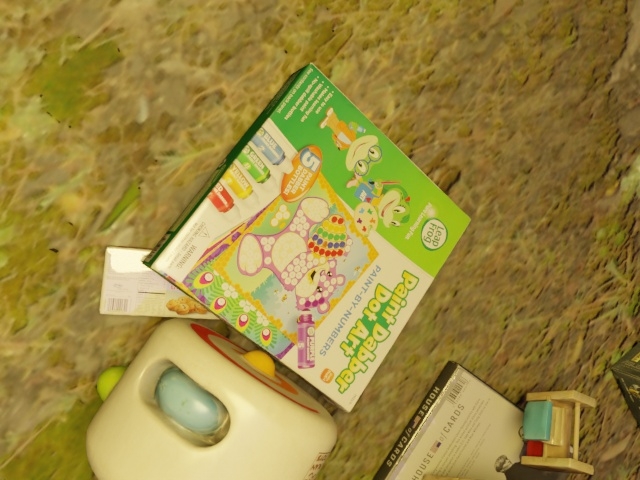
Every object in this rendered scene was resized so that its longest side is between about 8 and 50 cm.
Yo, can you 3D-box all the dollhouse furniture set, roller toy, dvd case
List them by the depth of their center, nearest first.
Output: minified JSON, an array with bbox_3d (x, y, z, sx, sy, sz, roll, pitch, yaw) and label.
[{"bbox_3d":[-0.087,0.164,0.526,0.209,0.191,0.146,36,83,-20],"label":"roller toy"},{"bbox_3d":[0.207,0.253,0.665,0.129,0.129,0.183,24,64,-20],"label":"dollhouse furniture set"},{"bbox_3d":[0.198,0.282,0.730,0.239,0.029,0.179,37,84,-19],"label":"dvd case"}]

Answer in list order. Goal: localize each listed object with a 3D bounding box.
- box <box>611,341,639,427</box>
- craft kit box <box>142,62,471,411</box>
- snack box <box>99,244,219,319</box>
[{"bbox_3d":[0.528,0.216,0.825,0.183,0.059,0.232,-35,107,-14],"label":"box"},{"bbox_3d":[0.000,0.000,0.596,0.247,0.061,0.250,41,75,-23],"label":"craft kit box"},{"bbox_3d":[-0.122,0.045,0.589,0.178,0.022,0.064,6,92,-20],"label":"snack box"}]
